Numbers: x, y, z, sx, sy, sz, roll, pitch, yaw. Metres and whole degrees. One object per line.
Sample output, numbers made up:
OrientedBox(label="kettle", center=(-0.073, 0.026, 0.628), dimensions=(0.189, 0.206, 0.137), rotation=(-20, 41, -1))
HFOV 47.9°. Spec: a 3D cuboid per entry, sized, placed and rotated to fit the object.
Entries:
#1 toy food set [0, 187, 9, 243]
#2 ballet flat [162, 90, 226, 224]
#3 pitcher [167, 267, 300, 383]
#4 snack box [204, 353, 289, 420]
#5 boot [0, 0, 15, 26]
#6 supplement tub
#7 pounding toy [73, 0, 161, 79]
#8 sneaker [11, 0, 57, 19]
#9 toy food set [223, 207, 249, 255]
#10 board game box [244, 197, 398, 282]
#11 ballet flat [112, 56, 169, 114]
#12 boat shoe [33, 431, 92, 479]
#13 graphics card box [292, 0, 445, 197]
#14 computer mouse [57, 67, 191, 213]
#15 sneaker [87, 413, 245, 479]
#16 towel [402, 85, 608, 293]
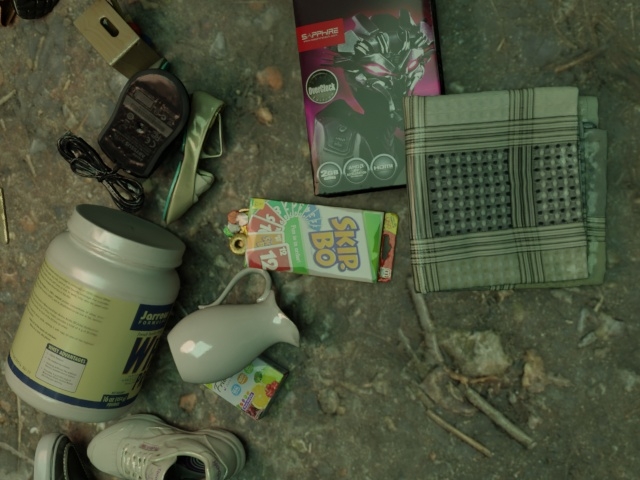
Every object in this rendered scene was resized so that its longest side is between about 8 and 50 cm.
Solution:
OrientedBox(label="toy food set", center=(-0.723, -0.036, 1.446), dimensions=(0.191, 0.038, 0.133), rotation=(-9, 90, 15))
OrientedBox(label="ballet flat", center=(-0.221, -0.143, 1.292), dimensions=(0.086, 0.086, 0.249), rotation=(14, 95, 14))
OrientedBox(label="pitcher", center=(-0.159, 0.144, 1.243), dimensions=(0.207, 0.126, 0.178), rotation=(-21, 58, -10))
OrientedBox(label="snack box", center=(-0.142, 0.244, 1.301), dimensions=(0.141, 0.037, 0.100), rotation=(31, 97, 13))
OrientedBox(label="boot", center=(-0.646, -0.522, 1.393), dimensions=(0.152, 0.073, 0.197), rotation=(24, 110, 14))
OrientedBox(label="supplement tub", center=(-0.388, 0.123, 1.261), dimensions=(0.235, 0.235, 0.325), rotation=(25, 98, 13))
OrientedBox(label="pounding toy", center=(-0.363, -0.380, 1.287), dimensions=(0.100, 0.130, 0.141), rotation=(-42, 81, 3))
OrientedBox(label="sneaker", center=(-0.551, -0.561, 1.333), dimensions=(0.124, 0.107, 0.284), rotation=(33, 127, 30))
OrientedBox(label="toy food set", center=(-0.134, -0.019, 1.298), dimensions=(0.083, 0.020, 0.083), rotation=(-20, 87, 15))
OrientedBox(label="board game box", center=(0.000, 0.000, 1.248), dimensions=(0.259, 0.039, 0.124), rotation=(6, 95, 7))
OrientedBox(label="ballet flat", center=(-0.341, -0.241, 1.316), dimensions=(0.068, 0.072, 0.213), rotation=(21, 99, -1))
OrientedBox(label="boat shoe", center=(-0.446, 0.517, 1.367), dimensions=(0.119, 0.121, 0.336), rotation=(-9, 101, 7))
OrientedBox(label="graphics card box", center=(0.087, -0.265, 1.193), dimensions=(0.232, 0.094, 0.371), rotation=(-6, 92, 15))
OrientedBox(label="computer mouse", center=(-0.320, -0.195, 1.261), dimensions=(0.188, 0.072, 0.272), rotation=(42, 117, -8))
OrientedBox(label="sneaker", center=(-0.296, 0.386, 1.291), dimensions=(0.304, 0.152, 0.114), rotation=(-2, 94, 17))
OrientedBox(label="towel", center=(0.292, -0.076, 1.108), dimensions=(0.323, 0.056, 0.313), rotation=(-3, 91, -8))
